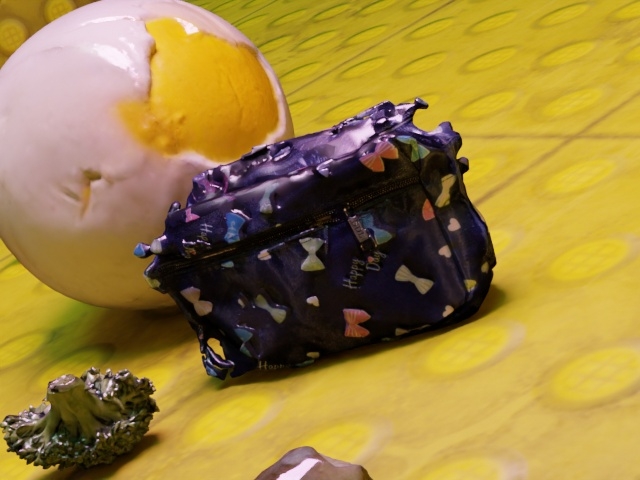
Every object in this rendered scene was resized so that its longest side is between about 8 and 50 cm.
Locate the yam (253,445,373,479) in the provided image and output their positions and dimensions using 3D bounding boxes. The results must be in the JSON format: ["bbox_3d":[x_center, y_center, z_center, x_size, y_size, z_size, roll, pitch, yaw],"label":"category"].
[{"bbox_3d":[-0.091,0.210,0.756,0.071,0.067,0.317,18,43,44],"label":"yam"}]

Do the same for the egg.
[{"bbox_3d":[-0.160,-0.081,1.327,0.283,0.283,0.345,-18,8,14],"label":"egg"}]

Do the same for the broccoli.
[{"bbox_3d":[-0.178,0.126,1.062,0.097,0.092,0.095,14,50,33],"label":"broccoli"}]

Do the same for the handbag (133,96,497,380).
[{"bbox_3d":[0.000,0.000,1.091,0.260,0.162,0.113,-19,19,21],"label":"handbag"}]
